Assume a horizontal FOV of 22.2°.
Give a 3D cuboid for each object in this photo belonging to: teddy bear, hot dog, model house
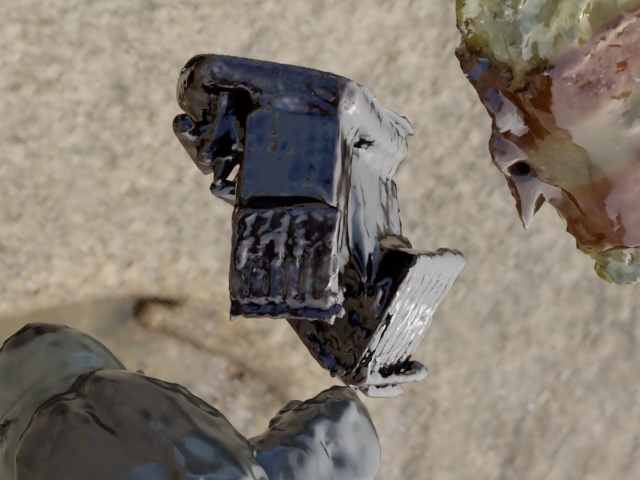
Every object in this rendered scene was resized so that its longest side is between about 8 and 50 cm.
[{"bbox_3d":[-0.075,0.103,0.653,0.171,0.144,0.251,-21,165,-39],"label":"teddy bear"},{"bbox_3d":[0.125,-0.080,0.654,0.146,0.103,0.213,-29,118,1],"label":"hot dog"},{"bbox_3d":[-0.011,-0.001,0.895,0.203,0.141,0.164,27,64,-59],"label":"model house"}]
